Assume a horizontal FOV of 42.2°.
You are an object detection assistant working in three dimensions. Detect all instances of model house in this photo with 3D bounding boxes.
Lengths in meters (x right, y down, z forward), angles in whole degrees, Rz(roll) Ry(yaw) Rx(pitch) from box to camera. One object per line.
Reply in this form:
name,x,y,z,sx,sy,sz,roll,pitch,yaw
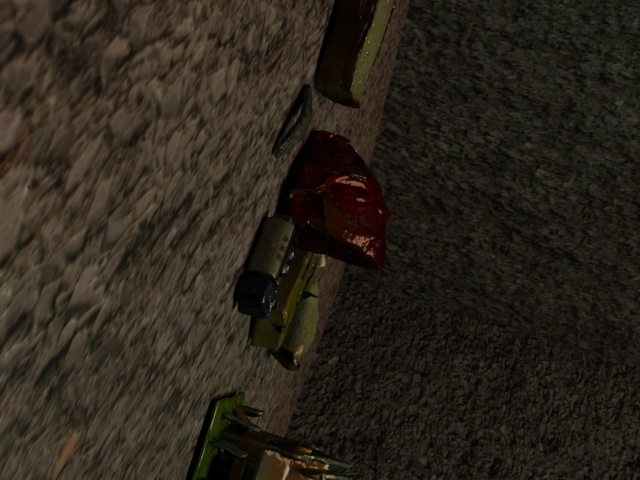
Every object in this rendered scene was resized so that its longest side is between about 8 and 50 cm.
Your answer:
model house,-0.089,0.469,1.715,0.358,0.312,0.243,68,37,-80

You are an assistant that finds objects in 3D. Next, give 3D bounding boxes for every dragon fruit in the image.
dragon fruit,-0.002,-0.110,1.838,0.302,0.240,0.330,38,43,-55

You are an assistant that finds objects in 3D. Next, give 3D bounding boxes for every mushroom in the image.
mushroom,-0.057,0.233,2.388,0.087,0.107,0.333,-24,-152,32

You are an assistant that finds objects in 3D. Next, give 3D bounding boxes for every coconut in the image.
coconut,-0.015,0.046,2.408,0.083,0.082,0.081,-12,159,-39

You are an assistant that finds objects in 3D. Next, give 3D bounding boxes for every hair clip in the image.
hair clip,-0.041,-0.221,1.553,0.229,0.036,0.066,-68,166,-48

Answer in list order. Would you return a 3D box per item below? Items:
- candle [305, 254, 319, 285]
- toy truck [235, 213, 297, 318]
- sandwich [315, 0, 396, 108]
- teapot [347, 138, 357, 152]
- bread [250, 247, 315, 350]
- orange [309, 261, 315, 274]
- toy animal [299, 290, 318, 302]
candle,0.000,0.000,2.301,0.302,0.059,0.084,-59,164,-3
toy truck,-0.098,0.043,1.570,0.088,0.074,0.202,87,19,-61
sandwich,0.078,-0.442,1.789,0.271,0.099,0.301,-4,113,-79
teapot,0.049,-0.200,2.303,0.200,0.077,0.107,-67,172,-45
bread,-0.072,0.087,1.938,0.361,0.077,0.138,-68,173,-49
orange,-0.047,0.050,2.167,0.086,0.062,0.086,-169,-90,-68
toy animal,-0.060,0.126,2.067,0.217,0.041,0.075,-24,-125,55
